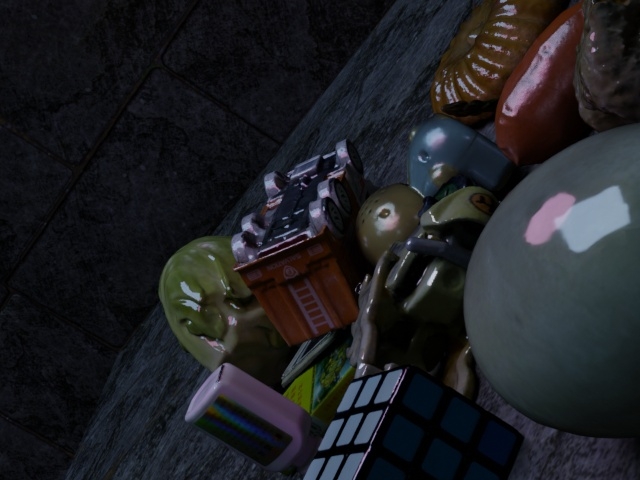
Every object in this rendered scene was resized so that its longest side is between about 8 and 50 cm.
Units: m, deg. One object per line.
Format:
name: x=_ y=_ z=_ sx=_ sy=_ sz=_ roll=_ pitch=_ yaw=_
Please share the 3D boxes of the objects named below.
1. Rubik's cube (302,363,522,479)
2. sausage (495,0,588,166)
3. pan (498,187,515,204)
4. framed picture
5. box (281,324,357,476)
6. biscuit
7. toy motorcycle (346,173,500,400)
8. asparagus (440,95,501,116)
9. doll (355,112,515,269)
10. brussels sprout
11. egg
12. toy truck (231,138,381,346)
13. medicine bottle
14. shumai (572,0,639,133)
Rubik's cube: x=0.096 y=0.250 z=1.383 sx=0.162 sy=0.160 sz=0.163 roll=-63 pitch=15 yaw=-25
sausage: x=0.333 y=-0.220 z=1.714 sx=0.258 sy=0.133 sz=0.133 roll=-54 pitch=13 yaw=15
pan: x=0.244 y=-0.041 z=1.743 sx=0.212 sy=0.115 sz=0.040 roll=-35 pitch=-23 yaw=16
framed picture: x=0.040 y=0.104 z=2.138 sx=0.293 sy=0.018 sz=0.231 roll=-56 pitch=4 yaw=-36
box: x=0.032 y=0.207 z=1.991 sx=0.335 sy=0.047 sz=0.187 roll=-51 pitch=13 yaw=22
biscuit: x=0.302 y=-0.341 z=2.188 sx=0.326 sy=0.107 sz=0.326 roll=-51 pitch=12 yaw=15
toy motorcycle: x=0.137 y=0.093 z=1.607 sx=0.237 sy=0.168 sz=0.410 roll=143 pitch=148 yaw=-75
asparagus: x=0.274 y=-0.215 z=1.875 sx=0.236 sy=0.034 sz=0.027 roll=-20 pitch=-10 yaw=-34
doll: x=0.160 y=-0.056 z=1.871 sx=0.261 sy=0.161 sz=0.177 roll=-57 pitch=5 yaw=7
brussels sprout: x=-0.151 y=0.125 z=2.344 sx=0.328 sy=0.328 sz=0.247 roll=-76 pitch=-3 yaw=-54
egg: x=0.264 y=0.037 z=1.066 sx=0.352 sy=0.258 sz=0.258 roll=-35 pitch=26 yaw=61
toy truck: x=0.000 y=0.000 z=2.003 sx=0.173 sy=0.207 sz=0.387 roll=-23 pitch=19 yaw=19
medicine bottle: x=-0.084 y=0.278 z=1.852 sx=0.115 sy=0.219 sz=0.078 roll=-49 pitch=15 yaw=34
shumai: x=0.361 y=-0.254 z=1.482 sx=0.283 sy=0.217 sz=0.346 roll=-31 pitch=32 yaw=62
